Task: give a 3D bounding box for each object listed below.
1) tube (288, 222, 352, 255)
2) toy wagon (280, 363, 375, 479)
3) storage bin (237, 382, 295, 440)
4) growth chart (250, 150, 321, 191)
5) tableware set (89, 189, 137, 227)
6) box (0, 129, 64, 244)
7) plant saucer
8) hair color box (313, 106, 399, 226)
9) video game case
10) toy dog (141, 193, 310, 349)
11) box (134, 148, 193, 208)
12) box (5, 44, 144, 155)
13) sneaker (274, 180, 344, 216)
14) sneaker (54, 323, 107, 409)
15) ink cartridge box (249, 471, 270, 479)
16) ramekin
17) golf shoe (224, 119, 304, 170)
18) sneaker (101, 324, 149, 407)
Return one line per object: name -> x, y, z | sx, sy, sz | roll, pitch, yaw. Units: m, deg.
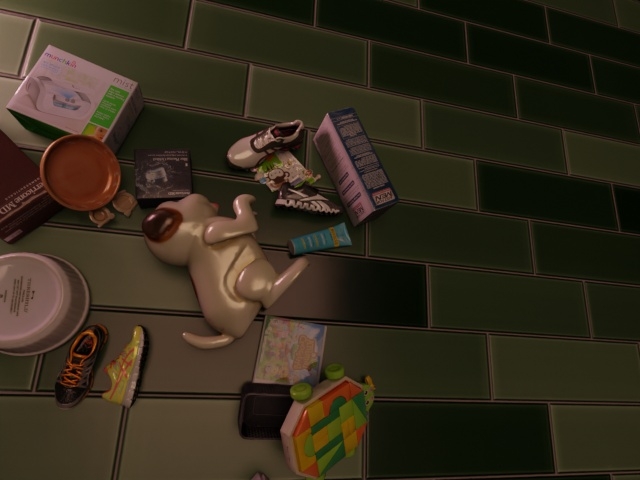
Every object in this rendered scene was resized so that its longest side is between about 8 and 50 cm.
tube -> 0.000, 0.000, 1.311 | 0.207, 0.052, 0.080 | -14, 86, -24
toy wagon -> 0.045, 0.476, 1.109 | 0.345, 0.068, 0.266 | -18, 105, -39
storage bin -> -0.128, 0.466, 1.108 | 0.181, 0.084, 0.121 | 8, 88, -12
growth chart -> -0.138, -0.239, 1.351 | 0.237, 0.021, 0.172 | 44, 70, 0
tableware set -> -0.617, -0.125, 1.151 | 0.168, 0.020, 0.141 | 53, 50, -15
box -> -0.889, -0.195, 1.070 | 0.381, 0.143, 0.191 | 45, 67, -2
plant saucer -> -0.633, -0.178, 1.076 | 0.200, 0.037, 0.199 | -16, 110, -53
hair color box -> 0.109, -0.237, 1.336 | 0.105, 0.174, 0.346 | -21, 82, -21
video game case -> -0.089, 0.342, 1.200 | 0.194, 0.023, 0.212 | 13, 72, -12
toy dog -> -0.291, 0.049, 1.123 | 0.408, 0.284, 0.395 | 43, 87, 1
box -> -0.462, -0.183, 1.208 | 0.156, 0.093, 0.158 | -4, 77, -17
box -> -0.696, -0.392, 1.186 | 0.262, 0.127, 0.230 | 22, 72, -8
sneaker -> -0.028, -0.138, 1.308 | 0.235, 0.078, 0.106 | 8, 85, -19
sneaker -> -0.617, 0.316, 1.031 | 0.084, 0.083, 0.214 | 15, 73, -13
ink cartridge box -> -0.187, 0.826, 0.961 | 0.395, 0.166, 0.285 | -42, 89, -22
ramekin -> -0.743, 0.152, 1.018 | 0.273, 0.127, 0.272 | 4, 74, -14
golf shoe -> -0.176, -0.316, 1.289 | 0.273, 0.120, 0.105 | -28, 85, -17
sneaker -> -0.511, 0.323, 1.059 | 0.094, 0.081, 0.208 | 11, 73, -10
